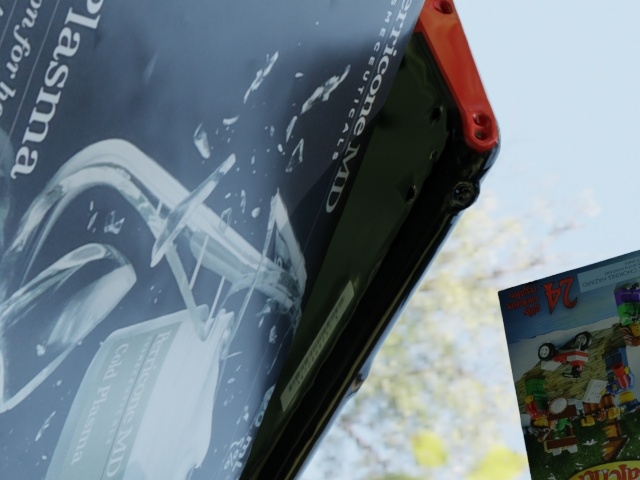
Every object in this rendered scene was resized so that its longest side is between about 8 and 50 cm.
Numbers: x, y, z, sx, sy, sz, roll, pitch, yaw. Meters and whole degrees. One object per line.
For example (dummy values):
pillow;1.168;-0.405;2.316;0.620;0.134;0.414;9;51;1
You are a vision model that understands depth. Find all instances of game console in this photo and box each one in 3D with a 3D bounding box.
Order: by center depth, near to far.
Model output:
game console;0.000;0.000;1.252;0.386;0.060;0.342;-61;-156;26

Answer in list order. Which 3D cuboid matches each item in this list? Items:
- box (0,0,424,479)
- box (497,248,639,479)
box;-0.212;-0.030;0.936;0.297;0.472;0.479;24;-83;21
box;0.222;0.073;0.944;0.233;0.044;0.159;-18;-118;20
